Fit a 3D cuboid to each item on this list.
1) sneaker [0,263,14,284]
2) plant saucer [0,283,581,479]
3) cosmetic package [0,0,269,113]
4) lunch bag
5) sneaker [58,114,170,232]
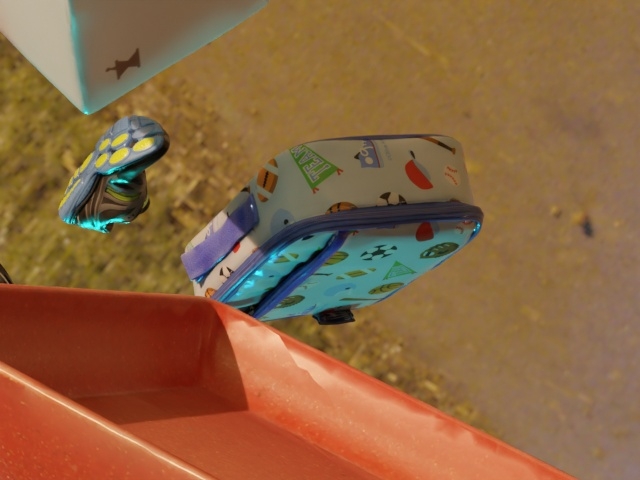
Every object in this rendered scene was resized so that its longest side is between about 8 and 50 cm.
[{"bbox_3d":[-0.307,0.095,1.299,0.107,0.124,0.283,-6,134,-8],"label":"sneaker"},{"bbox_3d":[0.010,0.088,0.480,0.258,0.047,0.259,25,-174,19],"label":"plant saucer"},{"bbox_3d":[-0.234,-0.321,0.945,0.453,0.161,0.230,44,155,23],"label":"cosmetic package"},{"bbox_3d":[0.000,0.000,1.438,0.303,0.243,0.115,-43,59,56],"label":"lunch bag"},{"bbox_3d":[-0.201,-0.065,1.485,0.078,0.067,0.188,25,141,-22],"label":"sneaker"}]
